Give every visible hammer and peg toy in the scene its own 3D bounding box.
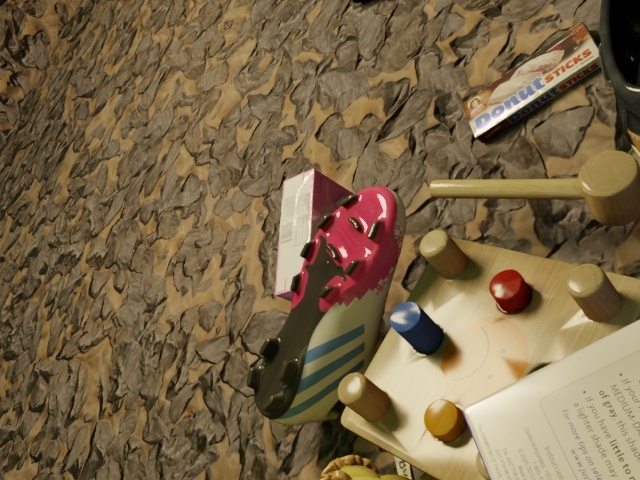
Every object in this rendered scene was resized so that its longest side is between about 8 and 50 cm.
[{"bbox_3d":[0.193,0.080,0.744,0.266,0.127,0.361,14,68,48],"label":"hammer and peg toy"}]

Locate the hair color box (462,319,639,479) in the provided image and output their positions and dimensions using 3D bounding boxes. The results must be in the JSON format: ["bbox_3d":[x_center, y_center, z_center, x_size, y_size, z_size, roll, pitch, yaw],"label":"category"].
[{"bbox_3d":[0.286,0.128,0.457,0.339,0.110,0.185,-32,44,15],"label":"hair color box"}]

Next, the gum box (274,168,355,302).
[{"bbox_3d":[0.000,0.000,1.002,0.062,0.107,0.188,-18,57,38],"label":"gum box"}]

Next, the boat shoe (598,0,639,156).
[{"bbox_3d":[0.388,-0.315,0.743,0.187,0.156,0.500,-6,64,45],"label":"boat shoe"}]

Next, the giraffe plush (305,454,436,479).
[{"bbox_3d":[0.065,0.291,0.736,0.181,0.170,0.210,-48,43,16],"label":"giraffe plush"}]

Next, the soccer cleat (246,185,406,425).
[{"bbox_3d":[0.031,0.087,0.887,0.331,0.143,0.116,-61,39,16],"label":"soccer cleat"}]

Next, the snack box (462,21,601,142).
[{"bbox_3d":[0.266,-0.197,0.902,0.178,0.022,0.064,-33,50,28],"label":"snack box"}]

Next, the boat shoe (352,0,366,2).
[{"bbox_3d":[0.104,-0.416,1.168,0.142,0.049,0.040,13,98,49],"label":"boat shoe"}]
